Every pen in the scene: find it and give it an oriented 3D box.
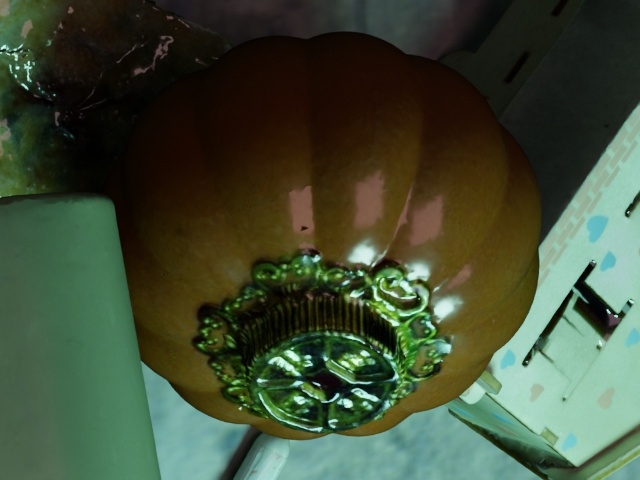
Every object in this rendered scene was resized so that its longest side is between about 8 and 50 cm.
[{"bbox_3d":[-0.065,0.190,0.968,0.026,0.026,0.218,31,85,-34],"label":"pen"}]

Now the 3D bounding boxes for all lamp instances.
[{"bbox_3d":[0.000,0.000,0.796,0.223,0.196,0.223,-1,132,-1],"label":"lamp"}]

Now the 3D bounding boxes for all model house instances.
[{"bbox_3d":[0.176,-0.010,0.991,0.244,0.169,0.326,39,83,-40],"label":"model house"}]

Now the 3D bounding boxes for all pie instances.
[{"bbox_3d":[-0.135,-0.054,0.842,0.218,0.052,0.185,19,96,-36],"label":"pie"}]

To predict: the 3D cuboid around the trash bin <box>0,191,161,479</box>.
[{"bbox_3d":[-0.167,0.116,0.581,0.243,0.121,0.247,-6,86,-21],"label":"trash bin"}]
